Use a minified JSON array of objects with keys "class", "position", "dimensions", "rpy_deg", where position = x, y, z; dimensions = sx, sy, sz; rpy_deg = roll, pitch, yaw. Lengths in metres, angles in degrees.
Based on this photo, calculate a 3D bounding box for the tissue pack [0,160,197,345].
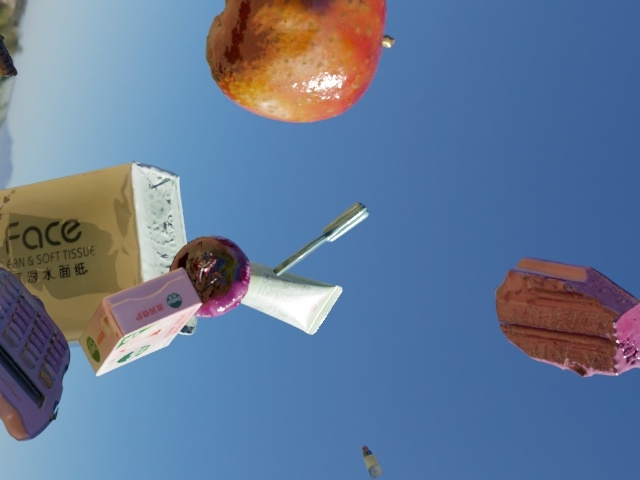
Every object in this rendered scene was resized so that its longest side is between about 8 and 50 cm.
[{"class":"tissue pack","position":[-0.475,0.046,1.639],"dimensions":[0.205,0.405,0.331],"rpy_deg":[10,71,-72]}]

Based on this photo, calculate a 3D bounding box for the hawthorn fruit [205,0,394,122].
[{"class":"hawthorn fruit","position":[-0.023,-0.317,1.275],"dimensions":[0.275,0.300,0.275],"rpy_deg":[-176,-90,-71]}]

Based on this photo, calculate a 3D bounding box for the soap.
[{"class":"soap","position":[0.523,0.162,1.801],"dimensions":[0.325,0.127,0.220],"rpy_deg":[8,-70,49]}]

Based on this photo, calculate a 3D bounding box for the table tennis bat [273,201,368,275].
[{"class":"table tennis bat","position":[0.000,0.000,1.749],"dimensions":[0.237,0.038,0.149],"rpy_deg":[-37,176,8]}]

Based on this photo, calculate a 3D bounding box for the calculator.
[{"class":"calculator","position":[-0.420,0.146,1.147],"dimensions":[0.043,0.194,0.294],"rpy_deg":[-32,-160,6]}]

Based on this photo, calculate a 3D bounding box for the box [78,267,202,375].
[{"class":"box","position":[-0.180,0.082,0.830],"dimensions":[0.043,0.089,0.125],"rpy_deg":[60,-34,11]}]

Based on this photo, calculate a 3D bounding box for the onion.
[{"class":"onion","position":[-0.148,0.046,1.116],"dimensions":[0.104,0.115,0.115],"rpy_deg":[90,2,-66]}]

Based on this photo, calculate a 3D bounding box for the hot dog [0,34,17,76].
[{"class":"hot dog","position":[-0.615,-0.367,1.599],"dimensions":[0.049,0.037,0.122],"rpy_deg":[-99,166,-60]}]

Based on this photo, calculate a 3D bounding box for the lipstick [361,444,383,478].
[{"class":"lipstick","position":[0.097,0.430,1.652],"dimensions":[0.107,0.025,0.025],"rpy_deg":[-124,-163,-74]}]

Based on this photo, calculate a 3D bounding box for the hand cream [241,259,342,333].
[{"class":"hand cream","position":[-0.109,0.118,1.935],"dimensions":[0.147,0.306,0.093],"rpy_deg":[-58,-155,19]}]
